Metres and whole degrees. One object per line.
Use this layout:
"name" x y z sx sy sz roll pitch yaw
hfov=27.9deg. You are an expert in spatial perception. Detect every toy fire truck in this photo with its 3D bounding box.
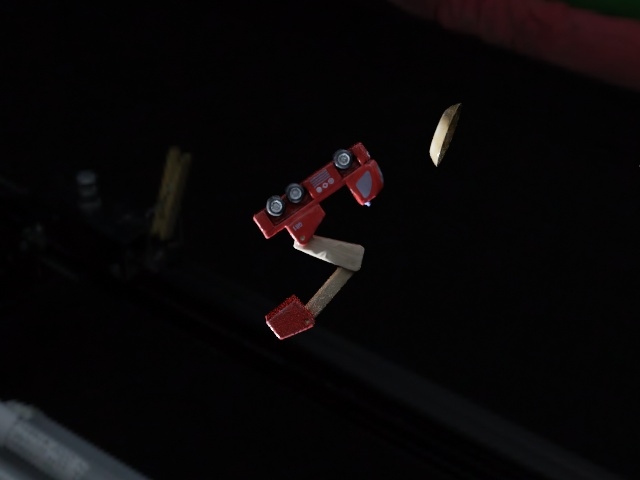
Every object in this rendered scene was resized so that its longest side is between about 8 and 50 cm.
"toy fire truck" 0.000 0.000 1.367 0.192 0.135 0.047 -35 -174 0

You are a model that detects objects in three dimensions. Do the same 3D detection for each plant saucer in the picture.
"plant saucer" 0.153 -0.133 1.592 0.015 0.083 0.083 22 -139 10
